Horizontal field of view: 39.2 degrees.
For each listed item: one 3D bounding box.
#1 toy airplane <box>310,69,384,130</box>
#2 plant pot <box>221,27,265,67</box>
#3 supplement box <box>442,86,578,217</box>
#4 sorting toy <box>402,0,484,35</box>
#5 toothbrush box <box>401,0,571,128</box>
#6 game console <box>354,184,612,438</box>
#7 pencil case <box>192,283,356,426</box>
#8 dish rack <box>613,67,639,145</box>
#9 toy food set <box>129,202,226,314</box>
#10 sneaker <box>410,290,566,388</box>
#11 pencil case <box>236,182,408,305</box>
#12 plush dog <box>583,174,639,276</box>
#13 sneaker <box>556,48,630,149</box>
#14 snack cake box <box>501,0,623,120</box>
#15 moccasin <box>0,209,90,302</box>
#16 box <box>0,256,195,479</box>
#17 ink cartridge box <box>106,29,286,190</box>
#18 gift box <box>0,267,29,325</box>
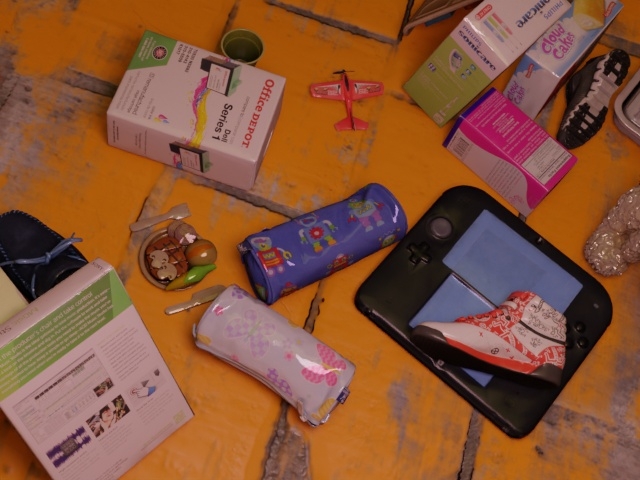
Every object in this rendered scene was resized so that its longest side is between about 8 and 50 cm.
[{"bbox_3d":[0.058,-0.273,1.769,0.151,0.028,0.151,4,65,-8],"label":"toy airplane"},{"bbox_3d":[-0.153,-0.352,1.736,0.083,0.079,0.083,4,65,-9],"label":"plant pot"},{"bbox_3d":[0.365,-0.170,1.735,0.220,0.111,0.114,44,64,10],"label":"supplement box"},{"bbox_3d":[0.309,-0.526,1.836,0.041,0.229,0.307,54,42,-20],"label":"sorting toy"},{"bbox_3d":[0.309,-0.365,1.711,0.122,0.283,0.206,48,66,-1],"label":"toothbrush box"},{"bbox_3d":[0.303,0.112,1.620,0.386,0.060,0.342,40,64,9],"label":"game console"},{"bbox_3d":[-0.075,0.188,1.478,0.273,0.113,0.124,34,83,5],"label":"pencil case"},{"bbox_3d":[0.780,-0.272,1.889,0.285,0.072,0.333,39,64,7],"label":"dish rack"},{"bbox_3d":[-0.248,0.025,1.561,0.132,0.038,0.192,-21,71,-20],"label":"toy food set"},{"bbox_3d":[0.292,0.148,1.536,0.270,0.090,0.145,18,67,-4],"label":"sneaker"},{"bbox_3d":[0.000,0.000,1.579,0.306,0.119,0.133,-25,61,-21],"label":"pencil case"},{"bbox_3d":[0.651,-0.011,1.639,0.263,0.210,0.225,-23,51,-22],"label":"plush dog"},{"bbox_3d":[0.542,-0.287,1.848,0.078,0.106,0.234,34,83,-24],"label":"sneaker"},{"bbox_3d":[0.494,-0.387,1.841,0.089,0.152,0.264,39,63,8],"label":"snack cake box"},{"bbox_3d":[-0.408,0.064,1.467,0.342,0.117,0.138,41,64,9],"label":"moccasin"},{"bbox_3d":[-0.342,0.214,1.319,0.232,0.322,0.058,-38,40,-25],"label":"box"},{"bbox_3d":[-0.223,-0.237,1.646,0.278,0.117,0.201,18,63,-3],"label":"ink cartridge box"},{"bbox_3d":[-0.585,0.128,1.327,0.276,0.255,0.258,-34,77,-30],"label":"gift box"}]
